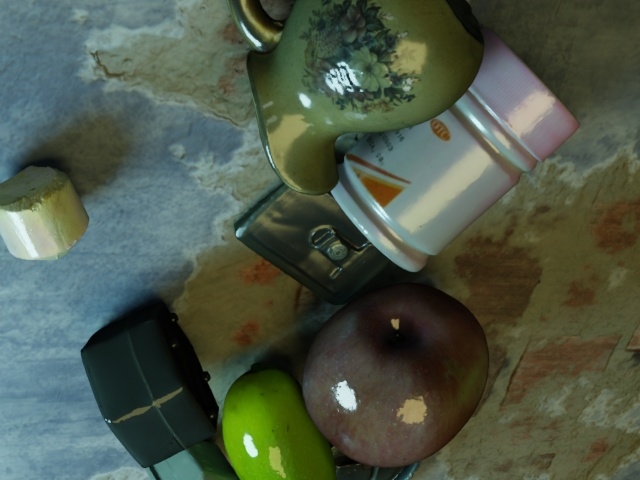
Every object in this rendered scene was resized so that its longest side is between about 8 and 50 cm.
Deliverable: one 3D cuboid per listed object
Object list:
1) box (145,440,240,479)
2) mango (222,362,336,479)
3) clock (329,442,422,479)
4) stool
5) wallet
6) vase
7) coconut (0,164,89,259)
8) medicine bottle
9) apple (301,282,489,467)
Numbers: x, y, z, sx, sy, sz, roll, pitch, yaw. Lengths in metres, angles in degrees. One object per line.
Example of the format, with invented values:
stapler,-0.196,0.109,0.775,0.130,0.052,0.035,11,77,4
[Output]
box,-0.210,0.406,1.693,0.124,0.172,0.093,26,98,-37
mango,-0.059,0.370,1.675,0.156,0.192,0.343,-15,115,20
clock,0.059,0.417,1.879,0.280,0.055,0.281,-12,130,-14
stool,-0.250,0.214,1.488,0.141,0.232,0.232,-25,131,0
wallet,0.000,0.000,1.527,0.168,0.052,0.245,-39,128,19
vase,0.014,-0.263,1.251,0.302,0.241,0.329,-34,104,22
coconut,-0.370,-0.028,1.317,0.116,0.116,0.122,-20,126,-7
medicine bottle,0.184,-0.127,1.410,0.316,0.202,0.202,-42,130,12
apple,0.121,0.210,1.588,0.305,0.306,0.235,-15,146,-11
